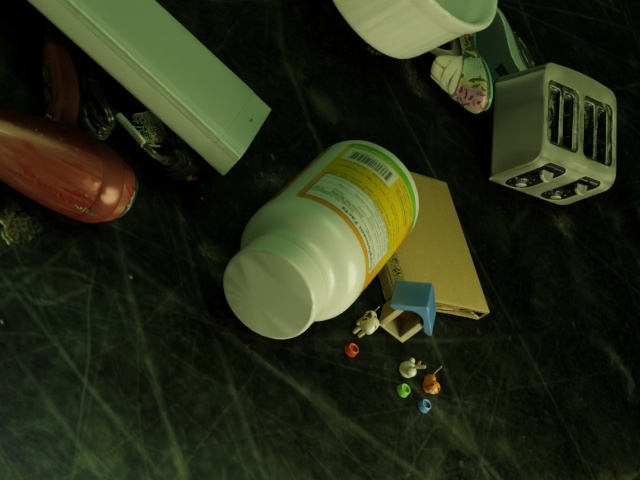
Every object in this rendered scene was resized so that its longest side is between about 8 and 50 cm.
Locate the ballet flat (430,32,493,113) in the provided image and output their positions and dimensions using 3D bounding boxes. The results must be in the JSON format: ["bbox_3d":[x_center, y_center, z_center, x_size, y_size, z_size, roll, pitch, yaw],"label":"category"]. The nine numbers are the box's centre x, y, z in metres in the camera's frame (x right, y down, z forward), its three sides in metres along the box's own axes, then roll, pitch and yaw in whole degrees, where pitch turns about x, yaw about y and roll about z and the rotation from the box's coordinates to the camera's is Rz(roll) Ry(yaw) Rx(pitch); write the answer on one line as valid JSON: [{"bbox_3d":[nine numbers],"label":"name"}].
[{"bbox_3d":[0.199,-0.267,1.724,0.079,0.077,0.222,12,43,-14],"label":"ballet flat"}]

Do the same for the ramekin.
[{"bbox_3d":[0.116,-0.391,1.643,0.277,0.135,0.277,29,48,-38],"label":"ramekin"}]

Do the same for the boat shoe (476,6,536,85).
[{"bbox_3d":[0.295,-0.278,1.818,0.076,0.080,0.229,-12,68,-56],"label":"boat shoe"}]

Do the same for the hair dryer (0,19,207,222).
[{"bbox_3d":[-0.256,-0.112,1.138,0.223,0.080,0.293,47,24,7],"label":"hair dryer"}]

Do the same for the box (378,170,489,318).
[{"bbox_3d":[0.121,-0.003,1.449,0.164,0.021,0.201,13,50,-38],"label":"box"}]

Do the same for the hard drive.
[{"bbox_3d":[-0.191,-0.211,1.260,0.307,0.040,0.203,43,19,-9],"label":"hard drive"}]

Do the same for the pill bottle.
[{"bbox_3d":[0.000,0.000,1.230,0.136,0.136,0.246,47,37,-2],"label":"pill bottle"}]

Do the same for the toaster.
[{"bbox_3d":[0.332,-0.157,1.676,0.168,0.110,0.186,16,71,-37],"label":"toaster"}]

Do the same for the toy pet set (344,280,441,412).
[{"bbox_3d":[0.102,0.106,1.299,0.122,0.065,0.114,38,39,-15],"label":"toy pet set"}]

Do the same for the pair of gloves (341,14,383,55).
[{"bbox_3d":[0.067,-0.298,1.661,0.083,0.010,0.074,53,36,1],"label":"pair of gloves"}]
